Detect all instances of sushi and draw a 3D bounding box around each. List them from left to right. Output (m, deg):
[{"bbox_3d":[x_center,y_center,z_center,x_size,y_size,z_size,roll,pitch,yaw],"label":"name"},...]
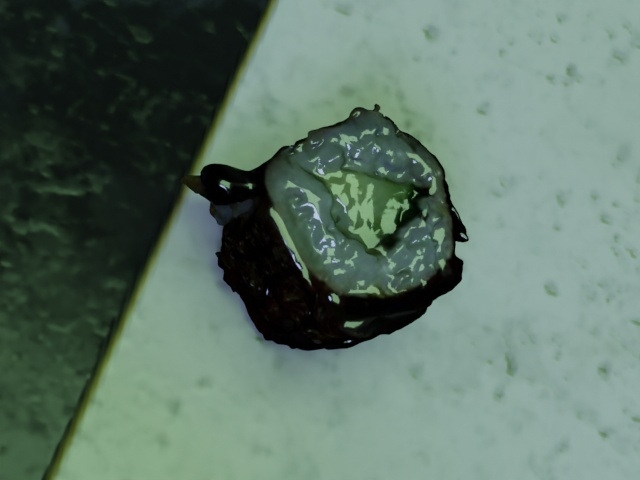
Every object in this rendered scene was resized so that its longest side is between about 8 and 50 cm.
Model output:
[{"bbox_3d":[0.002,0.000,0.782,0.098,0.084,0.094,-20,85,-19],"label":"sushi"}]
